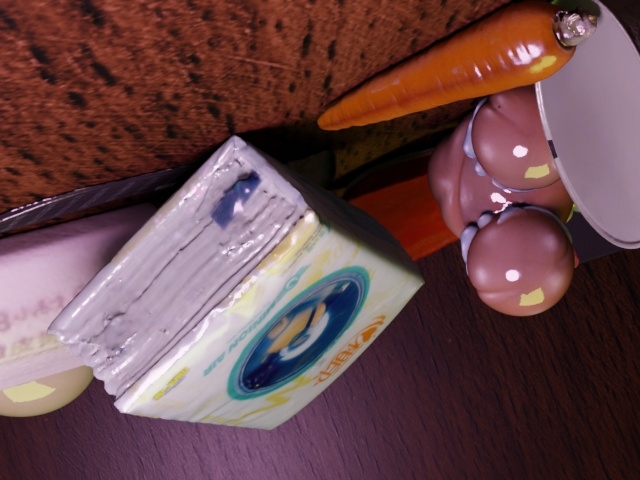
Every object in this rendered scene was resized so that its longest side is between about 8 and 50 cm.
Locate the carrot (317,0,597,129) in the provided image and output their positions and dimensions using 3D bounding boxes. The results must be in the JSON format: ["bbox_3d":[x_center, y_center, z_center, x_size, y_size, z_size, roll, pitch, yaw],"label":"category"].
[{"bbox_3d":[0.105,-0.148,1.179,0.069,0.069,0.336,-14,180,-44],"label":"carrot"}]

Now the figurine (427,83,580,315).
[{"bbox_3d":[0.296,-0.076,1.684,0.388,0.277,0.248,-12,-164,-40],"label":"figurine"}]

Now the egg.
[{"bbox_3d":[-0.418,0.154,1.875,0.186,0.186,0.241,-22,171,41],"label":"egg"}]

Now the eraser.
[{"bbox_3d":[-0.298,0.067,1.494,0.270,0.174,0.095,-15,-144,-28],"label":"eraser"}]

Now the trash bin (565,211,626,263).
[{"bbox_3d":[0.438,-0.083,2.174,0.165,0.225,0.115,-23,174,43],"label":"trash bin"}]

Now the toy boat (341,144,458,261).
[{"bbox_3d":[0.128,-0.057,1.909,0.332,0.145,0.133,-23,-159,53],"label":"toy boat"}]

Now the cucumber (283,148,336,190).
[{"bbox_3d":[-0.061,-0.048,1.681,0.115,0.063,0.244,-16,177,-18],"label":"cucumber"}]

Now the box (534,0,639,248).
[{"bbox_3d":[0.299,-0.122,1.144,0.149,0.226,0.226,-18,176,-12],"label":"box"}]

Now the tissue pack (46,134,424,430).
[{"bbox_3d":[-0.072,0.065,1.458,0.287,0.162,0.388,-45,158,8],"label":"tissue pack"}]

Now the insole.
[{"bbox_3d":[-0.203,-0.049,1.383,0.309,0.012,0.110,-15,173,-29],"label":"insole"}]
